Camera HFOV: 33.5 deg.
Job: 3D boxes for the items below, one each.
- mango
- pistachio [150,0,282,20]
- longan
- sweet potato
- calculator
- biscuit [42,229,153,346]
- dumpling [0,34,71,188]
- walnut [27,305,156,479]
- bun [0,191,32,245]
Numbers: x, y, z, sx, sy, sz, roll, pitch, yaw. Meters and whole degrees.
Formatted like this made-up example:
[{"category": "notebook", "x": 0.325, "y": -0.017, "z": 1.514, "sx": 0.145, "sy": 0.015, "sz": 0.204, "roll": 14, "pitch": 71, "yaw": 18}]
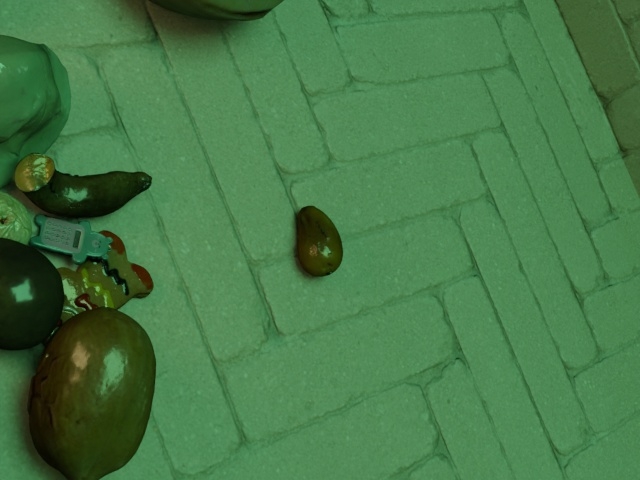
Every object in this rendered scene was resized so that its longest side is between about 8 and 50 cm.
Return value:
[{"category": "mango", "x": 0.003, "y": 0.000, "z": 2.219, "sx": 0.105, "sy": 0.084, "sz": 0.159, "roll": 18, "pitch": 60, "yaw": -41}, {"category": "pistachio", "x": -0.231, "y": -0.603, "z": 2.174, "sx": 0.365, "sy": 0.281, "sz": 0.445, "roll": 52, "pitch": 32, "yaw": 2}, {"category": "longan", "x": -0.498, "y": 0.084, "z": 1.702, "sx": 0.187, "sy": 0.167, "sz": 0.167, "roll": 44, "pitch": 44, "yaw": 16}, {"category": "sweet potato", "x": -0.413, "y": -0.094, "z": 1.883, "sx": 0.286, "sy": 0.085, "sz": 0.112, "roll": 0, "pitch": 115, "yaw": -46}, {"category": "calculator", "x": -0.435, "y": -0.001, "z": 1.862, "sx": 0.141, "sy": 0.019, "sz": 0.094, "roll": 17, "pitch": 51, "yaw": -20}, {"category": "biscuit", "x": -0.397, "y": 0.101, "z": 1.862, "sx": 0.165, "sy": 0.036, "sz": 0.250, "roll": 49, "pitch": 48, "yaw": -11}, {"category": "dumpling", "x": -0.568, "y": -0.235, "z": 1.767, "sx": 0.321, "sy": 0.270, "sz": 0.211, "roll": -10, "pitch": 54, "yaw": -20}, {"category": "walnut", "x": -0.370, "y": 0.252, "z": 1.708, "sx": 0.203, "sy": 0.203, "sz": 0.297, "roll": 21, "pitch": 65, "yaw": -33}, {"category": "bun", "x": -0.534, "y": -0.033, "z": 1.780, "sx": 0.115, "sy": 0.069, "sz": 0.115, "roll": 19, "pitch": 59, "yaw": -35}]
